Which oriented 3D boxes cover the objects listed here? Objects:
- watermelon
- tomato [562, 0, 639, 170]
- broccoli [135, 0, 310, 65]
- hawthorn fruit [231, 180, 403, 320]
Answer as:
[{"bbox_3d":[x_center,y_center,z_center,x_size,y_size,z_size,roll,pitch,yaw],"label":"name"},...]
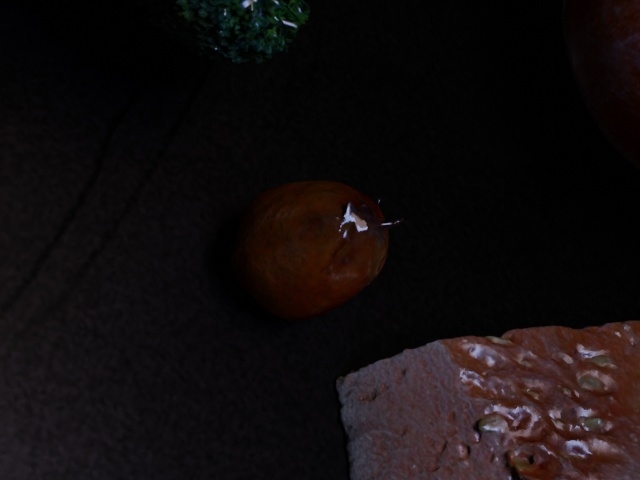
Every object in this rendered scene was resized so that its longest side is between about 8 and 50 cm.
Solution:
[{"bbox_3d":[0.133,0.132,0.833,0.256,0.140,0.193,16,52,-26],"label":"watermelon"},{"bbox_3d":[0.303,-0.153,1.020,0.270,0.227,0.270,5,71,-14],"label":"tomato"},{"bbox_3d":[-0.026,-0.242,0.740,0.297,0.297,0.298,-5,90,-69],"label":"broccoli"},{"bbox_3d":[0.000,0.000,0.782,0.081,0.093,0.081,20,57,-33],"label":"hawthorn fruit"}]
